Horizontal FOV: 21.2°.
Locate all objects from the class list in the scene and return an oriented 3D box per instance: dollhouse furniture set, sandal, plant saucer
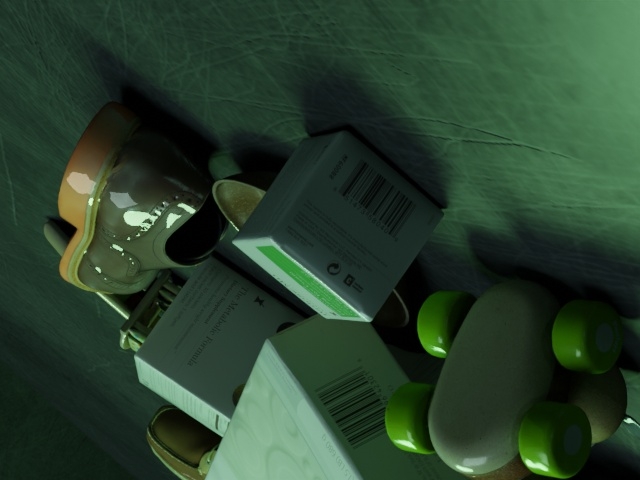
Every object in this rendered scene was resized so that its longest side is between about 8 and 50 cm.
[{"bbox_3d":[-0.186,0.109,2.028,0.182,0.101,0.161,32,164,15],"label":"dollhouse furniture set"},{"bbox_3d":[0.078,0.157,1.599,0.076,0.102,0.265,44,161,-18],"label":"sandal"},{"bbox_3d":[0.000,0.000,1.423,0.198,0.036,0.198,34,165,10],"label":"plant saucer"}]

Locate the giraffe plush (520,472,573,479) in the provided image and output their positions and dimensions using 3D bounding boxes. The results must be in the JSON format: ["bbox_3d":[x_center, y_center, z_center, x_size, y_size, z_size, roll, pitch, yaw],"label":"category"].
[{"bbox_3d":[0.226,0.278,1.541,0.170,0.181,0.210,8,168,37],"label":"giraffe plush"}]

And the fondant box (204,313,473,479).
[{"bbox_3d":[0.018,0.236,1.515,0.238,0.096,0.330,55,153,19],"label":"fondant box"}]

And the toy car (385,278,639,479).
[{"bbox_3d":[0.173,0.127,1.262,0.155,0.149,0.188,3,157,46],"label":"toy car"}]

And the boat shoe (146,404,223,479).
[{"bbox_3d":[-0.102,0.318,2.476,0.324,0.122,0.120,23,157,15],"label":"boat shoe"}]

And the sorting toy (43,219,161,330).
[{"bbox_3d":[-0.250,0.067,2.118,0.208,0.038,0.193,49,174,-27],"label":"sorting toy"}]

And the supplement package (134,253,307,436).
[{"bbox_3d":[-0.055,0.147,1.790,0.244,0.139,0.134,33,165,6],"label":"supplement package"}]

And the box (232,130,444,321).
[{"bbox_3d":[0.012,-0.010,1.241,0.101,0.102,0.087,39,167,-16],"label":"box"}]

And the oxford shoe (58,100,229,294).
[{"bbox_3d":[-0.160,-0.005,1.597,0.133,0.130,0.364,27,165,4],"label":"oxford shoe"}]
